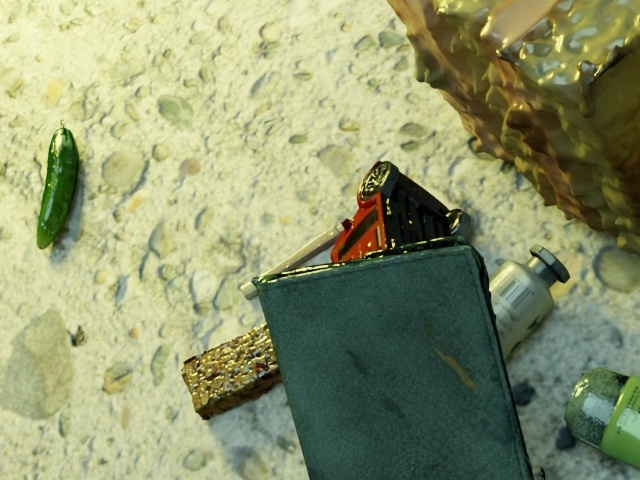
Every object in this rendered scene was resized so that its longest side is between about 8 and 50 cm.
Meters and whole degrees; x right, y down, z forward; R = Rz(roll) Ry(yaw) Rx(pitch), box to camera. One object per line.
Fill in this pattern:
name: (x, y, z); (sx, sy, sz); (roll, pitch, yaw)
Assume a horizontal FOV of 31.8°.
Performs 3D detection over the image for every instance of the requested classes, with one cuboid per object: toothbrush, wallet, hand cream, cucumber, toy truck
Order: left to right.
cucumber: (-0.301, -0.068, 1.295); (0.039, 0.039, 0.168); (-5, 65, 19)
toothbrush: (0.001, 0.001, 1.151); (0.194, 0.017, 0.014); (-35, 51, 4)
toy truck: (0.072, 0.037, 1.015); (0.114, 0.107, 0.252); (-47, 23, 25)
wallet: (0.079, 0.192, 0.882); (0.191, 0.046, 0.379); (-12, 97, 21)
hand cream: (0.117, 0.115, 1.027); (0.276, 0.059, 0.095); (-45, 50, 0)
hand cream: (0.293, 0.162, 0.934); (0.175, 0.046, 0.095); (21, 71, 27)

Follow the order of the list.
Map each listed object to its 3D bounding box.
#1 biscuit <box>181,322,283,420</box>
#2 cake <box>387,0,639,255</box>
biscuit: (-0.044, 0.108, 1.102); (0.199, 0.034, 0.064); (-28, 57, 7)
cake: (0.256, -0.189, 0.985); (0.293, 0.314, 0.307); (-41, 48, -6)
